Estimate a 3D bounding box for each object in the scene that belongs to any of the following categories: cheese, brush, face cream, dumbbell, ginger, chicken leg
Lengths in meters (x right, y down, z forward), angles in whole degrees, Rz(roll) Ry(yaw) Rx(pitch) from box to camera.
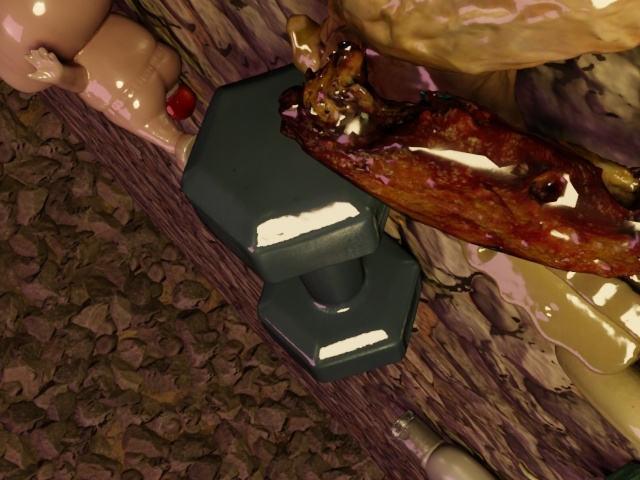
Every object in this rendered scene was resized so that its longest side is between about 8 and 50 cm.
[{"bbox_3d":[0.173,0.069,0.560,0.097,0.037,0.192,16,-159,-39],"label":"cheese"},{"bbox_3d":[0.194,0.060,0.454,0.301,0.071,0.084,39,163,9],"label":"brush"},{"bbox_3d":[0.222,0.365,1.293,0.291,0.071,0.144,40,166,25],"label":"face cream"},{"bbox_3d":[0.000,0.000,0.712,0.156,0.143,0.316,41,167,24],"label":"dumbbell"},{"bbox_3d":[0.052,-0.088,0.395,0.122,0.084,0.290,50,167,-7],"label":"ginger"},{"bbox_3d":[0.105,-0.017,0.341,0.253,0.051,0.106,16,172,12],"label":"chicken leg"}]

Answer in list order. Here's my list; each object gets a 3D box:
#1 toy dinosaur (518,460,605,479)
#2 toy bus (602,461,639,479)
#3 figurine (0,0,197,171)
[{"bbox_3d":[0.302,0.281,0.849,0.142,0.057,0.212,32,-170,-33],"label":"toy dinosaur"},{"bbox_3d":[0.291,0.240,0.644,0.109,0.091,0.262,59,165,-7],"label":"toy bus"},{"bbox_3d":[-0.241,-0.188,0.890,0.287,0.176,0.186,37,148,-30],"label":"figurine"}]
